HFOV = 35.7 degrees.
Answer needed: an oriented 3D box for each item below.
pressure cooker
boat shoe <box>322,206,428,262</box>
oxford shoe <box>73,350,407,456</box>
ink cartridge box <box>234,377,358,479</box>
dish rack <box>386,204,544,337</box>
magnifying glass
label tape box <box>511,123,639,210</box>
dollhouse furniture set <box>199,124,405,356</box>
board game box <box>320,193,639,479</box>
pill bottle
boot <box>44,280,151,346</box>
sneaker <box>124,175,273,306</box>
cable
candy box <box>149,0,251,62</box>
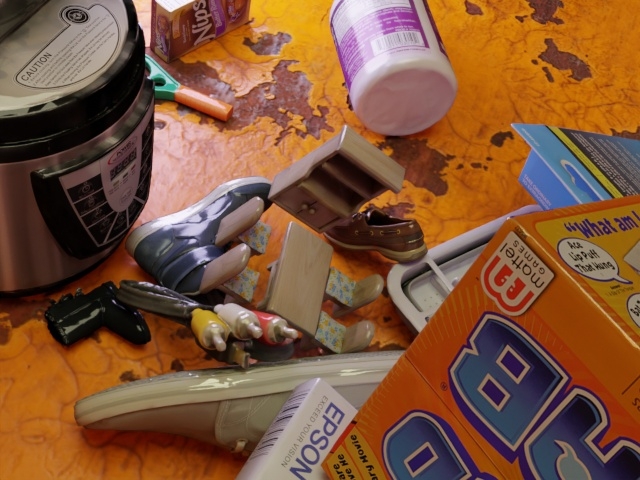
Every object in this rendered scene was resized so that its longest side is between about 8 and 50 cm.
[{"bbox_3d":[-0.402,-0.174,1.229,0.376,0.420,0.370,-8,52,-19],"label":"pressure cooker"},{"bbox_3d":[0.074,-0.019,1.398,0.178,0.060,0.064,15,33,42],"label":"boat shoe"},{"bbox_3d":[-0.061,0.206,1.180,0.449,0.169,0.130,-2,88,-12],"label":"oxford shoe"},{"bbox_3d":[0.027,0.367,1.020,0.330,0.071,0.324,42,53,-9],"label":"ink cartridge box"},{"bbox_3d":[0.278,0.107,1.373,0.333,0.072,0.285,-23,59,-27],"label":"dish rack"},{"bbox_3d":[-0.248,-0.243,1.578,0.231,0.026,0.092,22,50,8],"label":"magnifying glass"},{"bbox_3d":[0.413,-0.036,1.406,0.348,0.115,0.249,-1,46,-43],"label":"label tape box"},{"bbox_3d":[0.000,0.000,1.276,0.212,0.161,0.242,34,49,-26],"label":"dollhouse furniture set"},{"bbox_3d":[0.297,0.204,0.954,0.357,0.356,0.356,-9,51,-45],"label":"board game box"},{"bbox_3d":[0.107,-0.330,1.630,0.169,0.169,0.301,-2,52,-14],"label":"pill bottle"},{"bbox_3d":[-0.286,0.107,1.269,0.099,0.045,0.121,-26,53,-31],"label":"boot"},{"bbox_3d":[-0.126,0.012,1.345,0.226,0.086,0.163,-29,53,-21],"label":"sneaker"},{"bbox_3d":[-0.132,0.081,1.187,0.139,0.072,0.287,-1,18,-37],"label":"cable"},{"bbox_3d":[-0.195,-0.381,1.644,0.187,0.109,0.053,-34,65,-32],"label":"candy box"}]
